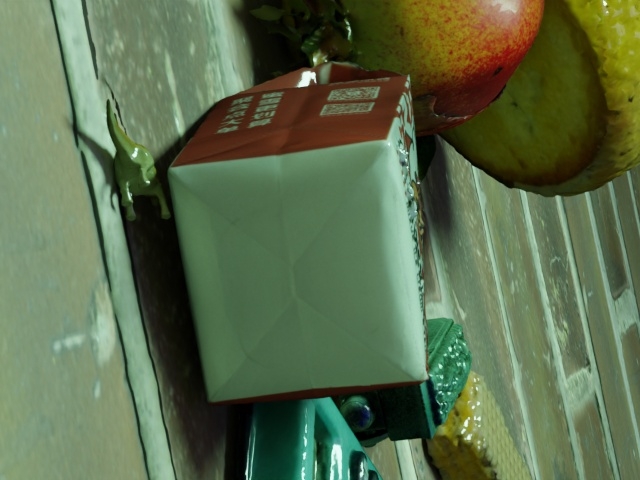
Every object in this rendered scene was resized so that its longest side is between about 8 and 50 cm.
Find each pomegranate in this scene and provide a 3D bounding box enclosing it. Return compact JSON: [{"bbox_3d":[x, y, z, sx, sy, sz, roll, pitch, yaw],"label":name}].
[{"bbox_3d":[0.061,-0.182,1.413,0.235,0.210,0.210,-21,101,-39],"label":"pomegranate"}]

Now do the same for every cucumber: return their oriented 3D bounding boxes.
[{"bbox_3d":[0.087,-0.075,1.688,0.155,0.037,0.037,-60,135,-68],"label":"cucumber"}]

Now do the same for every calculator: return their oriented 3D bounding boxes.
[{"bbox_3d":[0.012,0.245,1.217,0.274,0.058,0.248,59,27,-49],"label":"calculator"}]

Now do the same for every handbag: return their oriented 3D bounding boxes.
[{"bbox_3d":[-0.003,-0.013,1.216,0.298,0.151,0.171,-73,155,-74],"label":"handbag"}]

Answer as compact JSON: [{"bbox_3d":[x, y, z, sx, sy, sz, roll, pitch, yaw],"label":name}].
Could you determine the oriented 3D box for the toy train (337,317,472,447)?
[{"bbox_3d":[0.065,0.107,1.398,0.172,0.099,0.070,-46,125,-69],"label":"toy train"}]

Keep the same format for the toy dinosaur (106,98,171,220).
[{"bbox_3d":[-0.111,-0.041,1.065,0.113,0.026,0.041,64,14,-62],"label":"toy dinosaur"}]

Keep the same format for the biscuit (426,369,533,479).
[{"bbox_3d":[0.181,0.265,1.733,0.094,0.054,0.379,-86,157,-43],"label":"biscuit"}]

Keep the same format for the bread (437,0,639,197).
[{"bbox_3d":[0.211,-0.219,1.643,0.215,0.398,0.398,-34,120,-23],"label":"bread"}]
